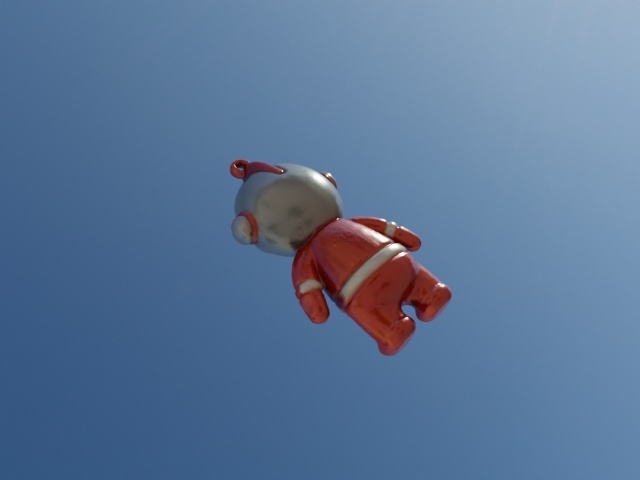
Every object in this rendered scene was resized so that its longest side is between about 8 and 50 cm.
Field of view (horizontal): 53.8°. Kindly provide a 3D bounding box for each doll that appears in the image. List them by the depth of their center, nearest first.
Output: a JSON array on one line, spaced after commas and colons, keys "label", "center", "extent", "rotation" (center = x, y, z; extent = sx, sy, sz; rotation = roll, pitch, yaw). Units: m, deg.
[{"label": "doll", "center": [0.000, 0.000, 0.792], "extent": [0.336, 0.105, 0.200], "rotation": [40, -128, 20]}]
